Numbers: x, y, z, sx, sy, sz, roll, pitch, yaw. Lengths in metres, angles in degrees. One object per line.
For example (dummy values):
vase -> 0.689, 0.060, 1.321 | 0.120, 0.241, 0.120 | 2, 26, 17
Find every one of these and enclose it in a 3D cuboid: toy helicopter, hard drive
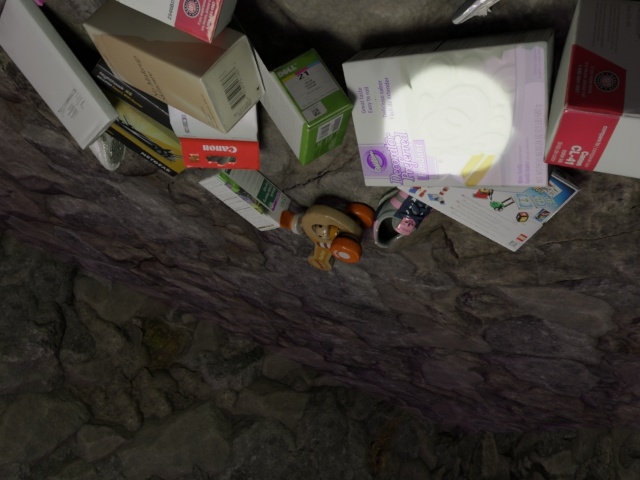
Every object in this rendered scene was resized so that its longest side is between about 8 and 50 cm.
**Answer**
toy helicopter -> 0.000, 0.000, 1.554 | 0.235, 0.140, 0.355 | 21, 156, 2
hard drive -> -0.590, -0.368, 1.233 | 0.203, 0.040, 0.307 | -17, 112, 50

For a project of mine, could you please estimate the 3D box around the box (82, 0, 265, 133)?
box -> -0.268, -0.336, 1.020 | 0.311, 0.121, 0.148 | 29, 159, 25

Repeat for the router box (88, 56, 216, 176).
router box -> -0.417, -0.299, 1.329 | 0.309, 0.081, 0.243 | 34, 149, -27

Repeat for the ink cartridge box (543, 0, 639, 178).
ink cartridge box -> 0.487, -0.199, 0.758 | 0.306, 0.226, 0.131 | 14, 153, 13

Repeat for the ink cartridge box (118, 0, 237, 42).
ink cartridge box -> -0.250, -0.456, 0.827 | 0.273, 0.114, 0.197 | 23, 130, -6

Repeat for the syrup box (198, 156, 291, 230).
syrup box -> -0.197, -0.131, 1.481 | 0.096, 0.093, 0.237 | -11, 140, 44

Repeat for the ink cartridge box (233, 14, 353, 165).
ink cartridge box -> -0.057, -0.294, 1.043 | 0.255, 0.097, 0.189 | 58, 170, 7

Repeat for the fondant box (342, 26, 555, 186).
fondant box -> 0.222, -0.216, 0.952 | 0.330, 0.096, 0.238 | 4, 124, 30

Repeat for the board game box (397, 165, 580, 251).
board game box -> 0.335, -0.116, 1.120 | 0.305, 0.053, 0.193 | 27, 126, -13

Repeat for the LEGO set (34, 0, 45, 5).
LEGO set -> -0.434, -0.482, 1.006 | 0.227, 0.087, 0.093 | 3, 152, 17

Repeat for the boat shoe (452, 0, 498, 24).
boat shoe -> 0.245, -0.356, 0.839 | 0.035, 0.035, 0.100 | 34, 143, -21

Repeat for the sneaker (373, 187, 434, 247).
sneaker -> 0.223, -0.081, 1.251 | 0.112, 0.131, 0.319 | 25, 148, -11

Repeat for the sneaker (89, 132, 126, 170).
sneaker -> -0.606, -0.287, 1.491 | 0.115, 0.090, 0.232 | 19, 145, 17

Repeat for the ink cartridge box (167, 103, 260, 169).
ink cartridge box -> -0.230, -0.241, 1.227 | 0.189, 0.066, 0.232 | 3, 130, -1
